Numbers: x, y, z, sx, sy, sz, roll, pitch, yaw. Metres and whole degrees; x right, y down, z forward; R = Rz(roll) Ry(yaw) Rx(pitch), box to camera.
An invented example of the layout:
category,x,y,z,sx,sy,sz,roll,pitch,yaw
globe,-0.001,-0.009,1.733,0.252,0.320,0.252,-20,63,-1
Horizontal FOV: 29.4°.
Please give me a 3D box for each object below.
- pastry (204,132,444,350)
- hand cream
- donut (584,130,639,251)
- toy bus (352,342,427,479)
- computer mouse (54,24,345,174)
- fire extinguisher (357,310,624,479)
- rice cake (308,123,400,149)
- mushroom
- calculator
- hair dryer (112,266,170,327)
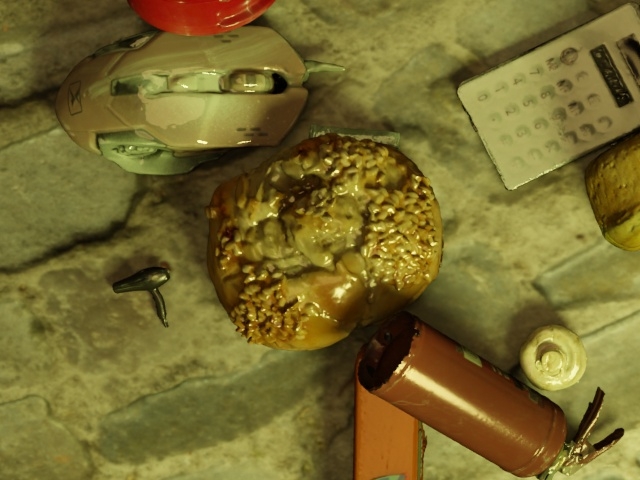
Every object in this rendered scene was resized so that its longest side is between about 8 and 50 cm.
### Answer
category,x,y,z,sx,sy,sz,roll,pitch,yaw
pastry,0.000,0.000,1.516,0.311,0.162,0.255,-29,85,5
hand cream,-0.155,-0.386,1.534,0.230,0.149,0.230,-2,55,2
donut,0.444,-0.089,1.446,0.261,0.208,0.128,-26,82,-1
toy bus,0.084,0.331,1.510,0.093,0.092,0.408,0,85,10
computer mouse,-0.162,-0.192,1.576,0.389,0.115,0.199,-6,88,7
fire extinguisher,0.218,0.190,1.456,0.337,0.106,0.147,31,100,-22
rice cake,0.044,-0.134,1.590,0.121,0.021,0.022,6,76,8
mushroom,0.289,0.146,1.513,0.084,0.067,0.083,1,96,9
calculator,0.323,-0.185,1.560,0.262,0.021,0.161,-26,83,4
hair dryer,-0.228,0.080,1.606,0.079,0.031,0.083,-18,91,16
